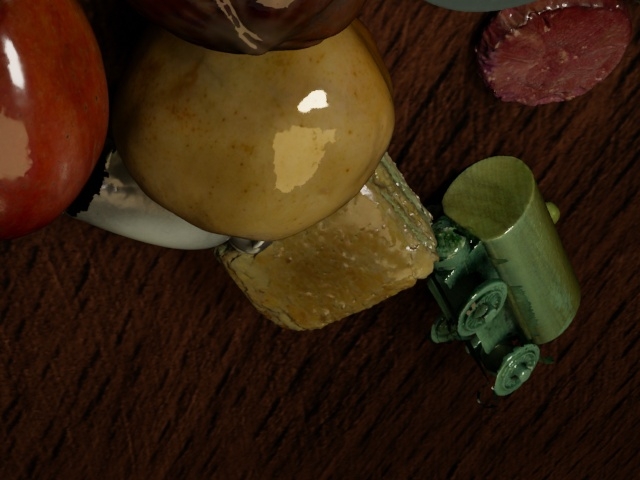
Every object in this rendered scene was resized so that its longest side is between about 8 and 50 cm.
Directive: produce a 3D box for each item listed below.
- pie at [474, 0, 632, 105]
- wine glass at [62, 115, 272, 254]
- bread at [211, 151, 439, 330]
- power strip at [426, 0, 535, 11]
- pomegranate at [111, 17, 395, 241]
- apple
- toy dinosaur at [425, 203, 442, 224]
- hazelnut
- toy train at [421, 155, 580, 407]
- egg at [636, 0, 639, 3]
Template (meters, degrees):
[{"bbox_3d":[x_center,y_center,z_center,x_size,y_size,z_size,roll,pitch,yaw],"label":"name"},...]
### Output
[{"bbox_3d":[0.212,-0.178,1.563,0.154,0.036,0.154,-13,147,-8],"label":"pie"},{"bbox_3d":[-0.130,-0.049,1.520,0.204,0.111,0.111,12,137,-39],"label":"wine glass"},{"bbox_3d":[0.000,0.000,1.634,0.196,0.102,0.138,-24,123,18],"label":"bread"},{"bbox_3d":[0.122,-0.268,1.372,0.167,0.054,0.253,-24,148,8],"label":"power strip"},{"bbox_3d":[-0.052,-0.110,1.379,0.233,0.233,0.233,-13,147,-8],"label":"pomegranate"},{"bbox_3d":[-0.268,-0.117,1.265,0.234,0.234,0.234,-13,147,-8],"label":"apple"},{"bbox_3d":[0.033,0.011,1.756,0.187,0.044,0.106,-43,158,17],"label":"toy dinosaur"},{"bbox_3d":[-0.057,-0.230,1.199,0.229,0.229,0.229,-13,147,-8],"label":"hazelnut"},{"bbox_3d":[0.191,0.046,1.784,0.189,0.126,0.307,-38,146,-3],"label":"toy train"},{"bbox_3d":[0.296,-0.240,1.469,0.085,0.085,0.110,-12,162,-9],"label":"egg"}]
